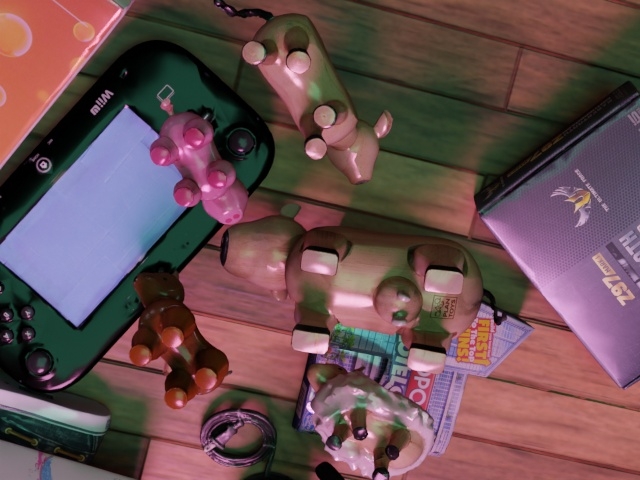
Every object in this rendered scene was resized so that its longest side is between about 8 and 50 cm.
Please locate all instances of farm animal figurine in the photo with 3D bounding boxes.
[{"bbox_3d":[0.000,0.000,1.230,0.327,0.172,0.330,26,106,-2],"label":"farm animal figurine"}]

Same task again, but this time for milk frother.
[{"bbox_3d":[-0.054,0.237,1.322,0.143,0.135,0.129,31,92,-13],"label":"milk frother"}]

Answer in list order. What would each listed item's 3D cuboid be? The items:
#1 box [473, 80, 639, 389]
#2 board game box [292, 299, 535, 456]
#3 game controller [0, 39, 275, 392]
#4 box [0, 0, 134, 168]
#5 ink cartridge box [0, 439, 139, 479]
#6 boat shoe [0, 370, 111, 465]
[{"bbox_3d":[0.283,-0.002,1.359,0.183,0.059,0.232,-37,103,13],"label":"box"},{"bbox_3d":[0.091,0.106,1.363,0.194,0.060,0.194,12,97,-11],"label":"board game box"},{"bbox_3d":[-0.192,-0.021,1.290,0.166,0.067,0.319,42,90,-13],"label":"game controller"},{"bbox_3d":[-0.310,-0.153,1.130,0.215,0.168,0.345,37,117,-13],"label":"box"},{"bbox_3d":[-0.263,0.258,1.278,0.212,0.093,0.154,18,134,-14],"label":"ink cartridge box"},{"bbox_3d":[-0.285,0.166,1.306,0.183,0.065,0.083,20,97,-13],"label":"boat shoe"}]
